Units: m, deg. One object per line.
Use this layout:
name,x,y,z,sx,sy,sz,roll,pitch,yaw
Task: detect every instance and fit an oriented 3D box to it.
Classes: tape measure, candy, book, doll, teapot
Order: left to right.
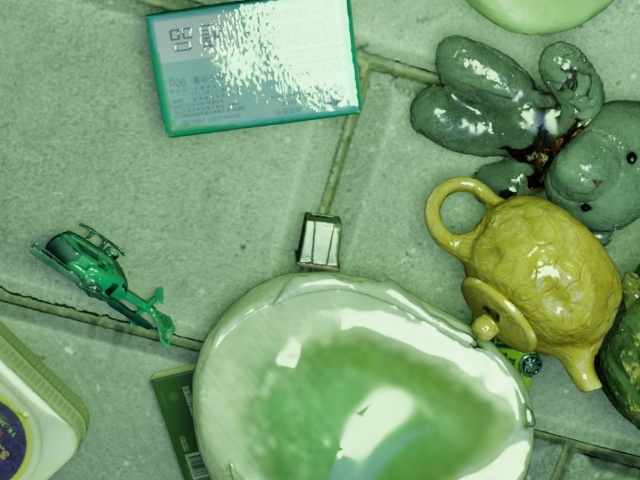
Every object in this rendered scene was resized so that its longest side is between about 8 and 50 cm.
tape measure,-0.479,0.235,1.196,0.231,0.133,0.271,-41,101,3
book,-0.087,0.253,1.254,0.264,0.027,0.202,-14,105,4
candy,0.035,0.230,1.124,0.427,0.186,0.386,40,86,6
teapot,0.239,0.053,1.072,0.167,0.203,0.311,-40,80,-13
doll,0.275,-0.115,1.082,0.340,0.158,0.246,24,126,-10

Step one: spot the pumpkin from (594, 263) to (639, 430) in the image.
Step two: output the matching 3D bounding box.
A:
pumpkin,0.494,0.108,1.085,0.257,0.291,0.327,29,91,13

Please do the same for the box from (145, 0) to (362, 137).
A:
box,-0.079,-0.219,1.082,0.245,0.092,0.153,-7,106,0

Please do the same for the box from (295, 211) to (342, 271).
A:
box,0.000,0.000,1.153,0.060,0.084,0.063,10,101,-3

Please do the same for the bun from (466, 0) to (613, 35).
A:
bun,0.245,-0.382,1.004,0.283,0.179,0.283,-9,116,-19

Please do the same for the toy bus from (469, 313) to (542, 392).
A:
toy bus,0.243,0.182,1.206,0.101,0.088,0.175,5,106,-4

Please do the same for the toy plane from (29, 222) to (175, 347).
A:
toy plane,-0.281,0.054,1.162,0.060,0.096,0.235,-43,120,14
